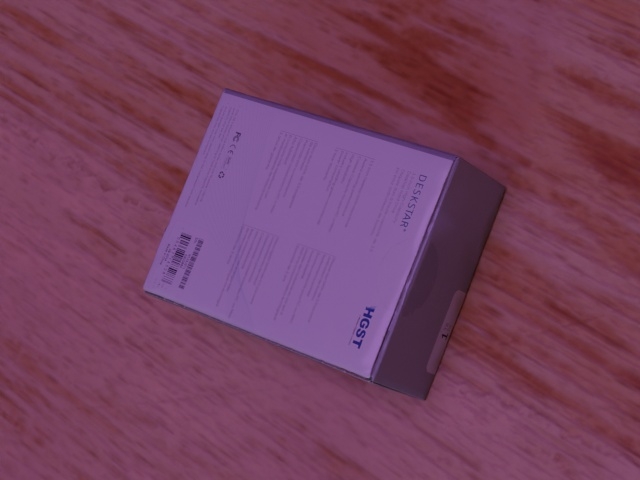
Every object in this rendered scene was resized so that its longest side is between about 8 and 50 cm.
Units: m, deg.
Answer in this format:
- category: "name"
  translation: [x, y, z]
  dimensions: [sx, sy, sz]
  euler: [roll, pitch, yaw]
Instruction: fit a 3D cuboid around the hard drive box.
- category: "hard drive box"
  translation: [0.000, 0.000, 1.301]
  dimensions: [0.232, 0.089, 0.181]
  euler: [20, 86, 35]
